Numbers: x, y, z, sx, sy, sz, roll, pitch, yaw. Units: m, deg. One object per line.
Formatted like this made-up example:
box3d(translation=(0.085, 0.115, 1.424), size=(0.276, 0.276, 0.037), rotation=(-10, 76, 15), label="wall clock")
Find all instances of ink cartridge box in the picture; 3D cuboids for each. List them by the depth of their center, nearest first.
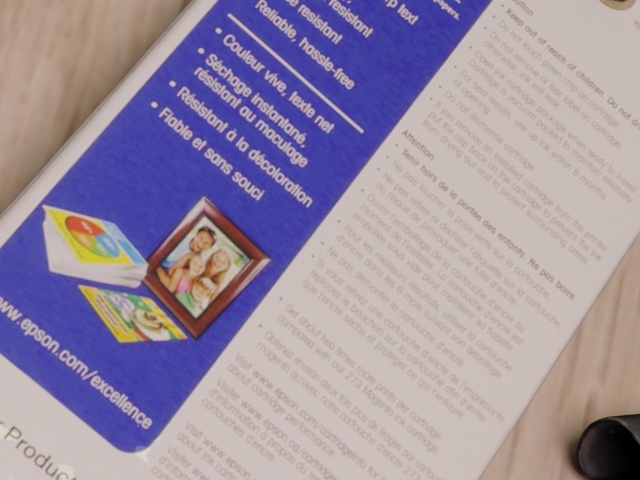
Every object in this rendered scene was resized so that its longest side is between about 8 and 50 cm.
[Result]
box3d(translation=(0.000, 0.000, 0.651), size=(0.176, 0.069, 0.371), rotation=(40, 63, -6), label="ink cartridge box")

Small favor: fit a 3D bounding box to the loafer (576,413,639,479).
box3d(translation=(0.128, 0.091, 0.668), size=(0.223, 0.076, 0.078), rotation=(-35, 96, -26), label="loafer")
